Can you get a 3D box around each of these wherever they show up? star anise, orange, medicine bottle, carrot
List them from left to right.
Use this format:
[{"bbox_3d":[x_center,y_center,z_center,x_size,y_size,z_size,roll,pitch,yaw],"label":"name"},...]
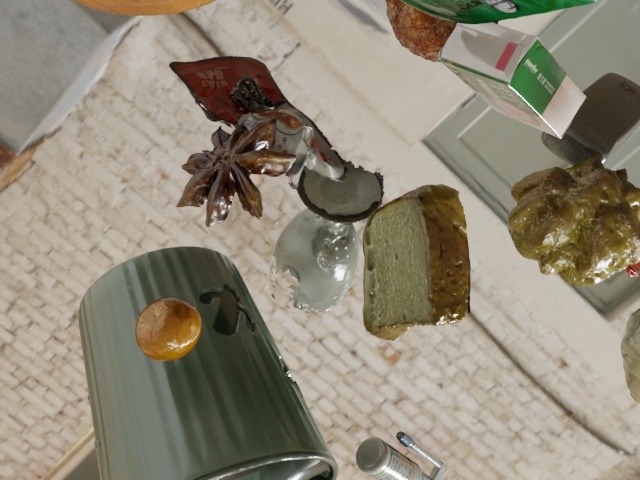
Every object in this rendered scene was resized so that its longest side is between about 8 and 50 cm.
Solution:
[{"bbox_3d":[-0.314,-0.489,1.360,0.307,0.258,0.100,-3,-92,-17],"label":"carrot"},{"bbox_3d":[-0.185,0.108,0.920,0.070,0.083,0.083,46,-163,-41],"label":"orange"},{"bbox_3d":[-0.107,-0.088,0.931,0.057,0.168,0.168,46,-164,-47],"label":"star anise"},{"bbox_3d":[0.148,0.387,1.292,0.061,0.092,0.221,15,159,46],"label":"medicine bottle"}]

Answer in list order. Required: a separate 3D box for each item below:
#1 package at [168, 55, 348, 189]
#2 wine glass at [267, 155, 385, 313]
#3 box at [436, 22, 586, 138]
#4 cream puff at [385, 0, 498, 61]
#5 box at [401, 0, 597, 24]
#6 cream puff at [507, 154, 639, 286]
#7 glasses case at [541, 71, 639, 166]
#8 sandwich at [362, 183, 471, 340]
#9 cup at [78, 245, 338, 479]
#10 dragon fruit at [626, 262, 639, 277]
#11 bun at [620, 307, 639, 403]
[{"bbox_3d":[-0.081,-0.173,1.094,0.269,0.071,0.194,45,-153,24],"label":"package"},{"bbox_3d":[0.005,-0.003,1.540,0.191,0.357,0.190,9,-129,-11],"label":"wine glass"},{"bbox_3d":[0.281,-0.237,1.099,0.199,0.081,0.135,21,-169,-47],"label":"box"},{"bbox_3d":[0.186,-0.402,1.185,0.164,0.240,0.240,3,-145,-9],"label":"cream puff"},{"bbox_3d":[0.124,-0.364,0.870,0.337,0.106,0.264,15,-178,-29],"label":"box"},{"bbox_3d":[0.454,-0.039,1.316,0.244,0.196,0.244,13,-117,-27],"label":"cream puff"},{"bbox_3d":[0.558,-0.240,1.501,0.131,0.074,0.323,39,-133,16],"label":"glasses case"},{"bbox_3d":[0.149,0.041,1.224,0.087,0.251,0.226,0,-102,-21],"label":"sandwich"},{"bbox_3d":[-0.178,0.261,1.127,0.401,0.310,0.392,85,163,-55],"label":"cup"},{"bbox_3d":[0.733,-0.021,1.547,0.210,0.268,0.205,41,-133,0],"label":"dragon fruit"},{"bbox_3d":[0.430,0.165,0.924,0.183,0.102,0.183,36,-151,-24],"label":"bun"}]
